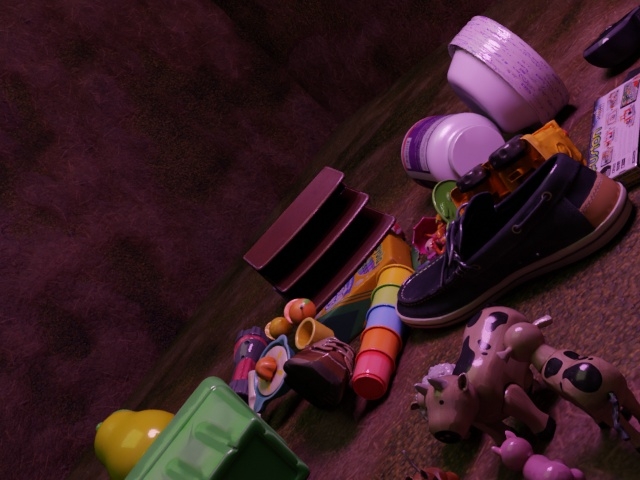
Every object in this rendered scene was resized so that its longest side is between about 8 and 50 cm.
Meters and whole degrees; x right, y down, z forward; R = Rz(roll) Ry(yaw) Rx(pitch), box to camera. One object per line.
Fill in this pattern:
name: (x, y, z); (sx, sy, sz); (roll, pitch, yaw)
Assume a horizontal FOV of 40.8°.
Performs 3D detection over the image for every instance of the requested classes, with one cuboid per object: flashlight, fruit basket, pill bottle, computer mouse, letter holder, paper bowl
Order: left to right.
fruit basket: (-0.257, 0.441, 1.583); (0.392, 0.283, 0.392); (-32, 27, 18)
flashlight: (-0.185, 0.330, 2.180); (0.103, 0.103, 0.304); (-13, 20, 7)
letter holder: (0.000, 0.000, 1.991); (0.302, 0.152, 0.214); (-48, 25, -5)
pill bottle: (0.308, -0.199, 1.968); (0.181, 0.181, 0.323); (-47, 12, -2)
paper bowl: (0.394, -0.348, 1.898); (0.148, 0.284, 0.284); (-46, 12, 4)
computer mouse: (0.653, -0.436, 1.834); (0.272, 0.072, 0.188); (-41, 2, -43)

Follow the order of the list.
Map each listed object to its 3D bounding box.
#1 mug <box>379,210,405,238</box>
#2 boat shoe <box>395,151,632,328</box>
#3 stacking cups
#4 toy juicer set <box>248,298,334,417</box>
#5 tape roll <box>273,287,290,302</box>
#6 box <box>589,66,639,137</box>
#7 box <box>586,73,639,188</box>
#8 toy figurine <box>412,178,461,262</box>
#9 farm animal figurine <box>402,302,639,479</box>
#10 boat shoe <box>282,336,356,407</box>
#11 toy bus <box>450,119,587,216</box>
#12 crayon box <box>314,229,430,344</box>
mug: (0.106, 0.007, 2.127); (0.169, 0.113, 0.150); (-45, 56, -8)
boat shoe: (0.283, 0.004, 1.458); (0.500, 0.156, 0.186); (-36, 18, 48)
stacking cups: (0.117, 0.175, 1.641); (0.096, 0.096, 0.316); (-38, 16, 37)
toy juicer set: (-0.109, 0.262, 1.874); (0.329, 0.090, 0.209); (-56, 31, 19)
tape roll: (-0.045, 0.097, 2.493); (0.189, 0.080, 0.189); (-44, 12, 12)
box: (0.586, -0.258, 1.513); (0.190, 0.045, 0.184); (-53, 16, -26)
box: (0.498, -0.173, 1.427); (0.114, 0.036, 0.206); (-34, 32, 53)
toy figurine: (0.256, -0.013, 1.798); (0.159, 0.130, 0.173); (126, 153, -48)
farm animal figurine: (0.215, 0.184, 1.044); (0.330, 0.172, 0.326); (-40, 13, 29)
boat shoe: (0.005, 0.235, 1.627); (0.120, 0.123, 0.324); (-50, -1, -15)
toy bus: (0.381, -0.123, 1.595); (0.211, 0.149, 0.220); (-40, 1, -43)
crayon box: (0.106, 0.099, 1.938); (0.323, 0.083, 0.203); (-43, 12, 16)
